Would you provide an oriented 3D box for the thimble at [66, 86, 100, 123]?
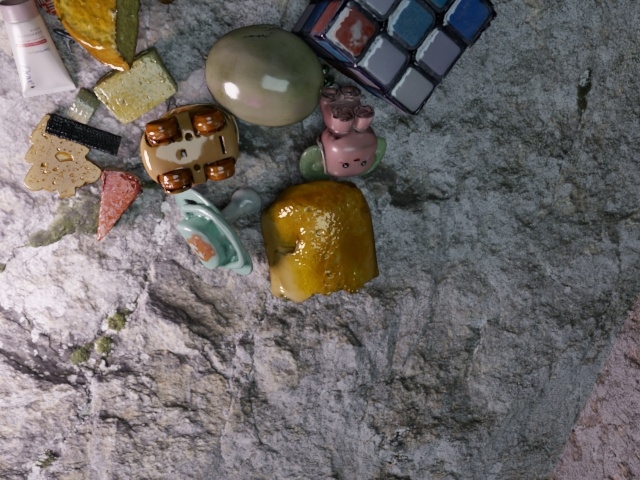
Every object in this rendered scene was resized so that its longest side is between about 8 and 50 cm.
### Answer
[{"bbox_3d":[-0.640,-0.361,1.549,0.062,0.110,0.084,32,56,-25],"label":"thimble"}]

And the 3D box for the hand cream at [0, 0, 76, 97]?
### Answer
[{"bbox_3d":[-0.742,-0.492,1.477,0.133,0.083,0.248,-13,129,-8],"label":"hand cream"}]

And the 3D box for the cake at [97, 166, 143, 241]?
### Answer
[{"bbox_3d":[-0.584,-0.104,1.679,0.117,0.086,0.220,6,110,-16],"label":"cake"}]

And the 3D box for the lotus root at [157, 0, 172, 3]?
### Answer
[{"bbox_3d":[-0.394,-0.686,1.474,0.095,0.135,0.159,-10,128,-13],"label":"lotus root"}]

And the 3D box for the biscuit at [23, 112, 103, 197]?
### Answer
[{"bbox_3d":[-0.733,-0.236,1.605,0.212,0.041,0.238,-10,110,-13],"label":"biscuit"}]

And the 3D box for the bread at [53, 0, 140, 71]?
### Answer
[{"bbox_3d":[-0.553,-0.599,1.405,0.179,0.194,0.340,5,100,-3],"label":"bread"}]

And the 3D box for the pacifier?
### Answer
[{"bbox_3d":[-0.277,-0.057,1.721,0.269,0.288,0.343,-47,124,-23],"label":"pacifier"}]

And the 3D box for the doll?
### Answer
[{"bbox_3d":[0.073,-0.300,1.744,0.284,0.216,0.268,-9,141,-18],"label":"doll"}]

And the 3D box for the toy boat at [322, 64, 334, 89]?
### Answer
[{"bbox_3d":[-0.052,-0.444,1.704,0.210,0.052,0.104,-44,119,4],"label":"toy boat"}]

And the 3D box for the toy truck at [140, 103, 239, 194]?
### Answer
[{"bbox_3d":[-0.356,-0.267,1.607,0.288,0.211,0.204,-16,116,-13],"label":"toy truck"}]

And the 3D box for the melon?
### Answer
[{"bbox_3d":[-0.157,-0.446,1.547,0.330,0.268,0.268,16,109,6],"label":"melon"}]

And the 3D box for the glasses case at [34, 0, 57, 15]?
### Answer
[{"bbox_3d":[-0.713,-0.654,1.425,0.073,0.049,0.194,-33,117,1],"label":"glasses case"}]

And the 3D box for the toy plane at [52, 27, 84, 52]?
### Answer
[{"bbox_3d":[-0.658,-0.536,1.503,0.083,0.031,0.078,18,106,-22],"label":"toy plane"}]

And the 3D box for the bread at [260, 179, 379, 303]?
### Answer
[{"bbox_3d":[0.000,0.000,1.787,0.361,0.250,0.394,-14,120,-10],"label":"bread"}]

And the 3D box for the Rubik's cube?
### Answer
[{"bbox_3d":[0.177,-0.595,1.537,0.359,0.363,0.362,28,104,-27],"label":"Rubik's cube"}]

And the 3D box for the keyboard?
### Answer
[{"bbox_3d":[-0.654,-0.292,1.590,0.195,0.018,0.060,16,84,-33],"label":"keyboard"}]

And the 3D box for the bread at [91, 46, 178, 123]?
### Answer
[{"bbox_3d":[-0.498,-0.421,1.559,0.196,0.102,0.138,-33,115,3],"label":"bread"}]
